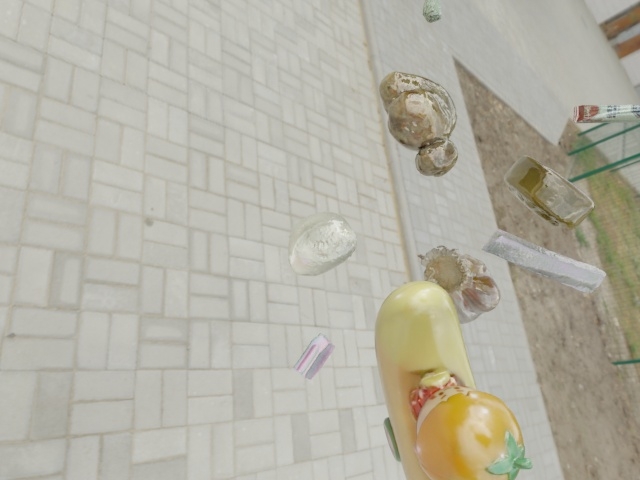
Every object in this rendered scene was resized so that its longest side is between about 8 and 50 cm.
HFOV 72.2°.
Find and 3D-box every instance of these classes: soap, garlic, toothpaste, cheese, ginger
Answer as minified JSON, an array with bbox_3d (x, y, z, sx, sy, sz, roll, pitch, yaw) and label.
[{"bbox_3d":[-0.015,0.383,1.459,0.149,0.056,0.100,-54,154,-11],"label":"soap"},{"bbox_3d":[0.312,0.069,1.070,0.207,0.207,0.257,29,40,-34],"label":"garlic"},{"bbox_3d":[0.734,-0.300,1.038,0.062,0.239,0.039,-68,148,-27],"label":"toothpaste"},{"bbox_3d":[0.000,0.000,1.248,0.154,0.198,0.189,62,7,-12],"label":"cheese"},{"bbox_3d":[0.247,-0.294,1.084,0.244,0.155,0.304,44,35,-27],"label":"ginger"}]

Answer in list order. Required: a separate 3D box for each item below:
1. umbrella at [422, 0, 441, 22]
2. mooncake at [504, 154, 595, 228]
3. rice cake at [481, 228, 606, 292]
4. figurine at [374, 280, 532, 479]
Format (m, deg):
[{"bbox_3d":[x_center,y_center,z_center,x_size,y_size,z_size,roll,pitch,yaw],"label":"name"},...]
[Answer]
[{"bbox_3d":[0.279,-0.624,1.104,0.067,0.062,0.144,-7,96,-43],"label":"umbrella"},{"bbox_3d":[0.605,-0.129,1.186,0.234,0.117,0.235,30,25,-15],"label":"mooncake"},{"bbox_3d":[0.593,0.056,1.170,0.364,0.073,0.056,19,32,-10],"label":"rice cake"},{"bbox_3d":[0.143,0.204,0.501,0.222,0.124,0.325,-120,-165,-78],"label":"figurine"}]
